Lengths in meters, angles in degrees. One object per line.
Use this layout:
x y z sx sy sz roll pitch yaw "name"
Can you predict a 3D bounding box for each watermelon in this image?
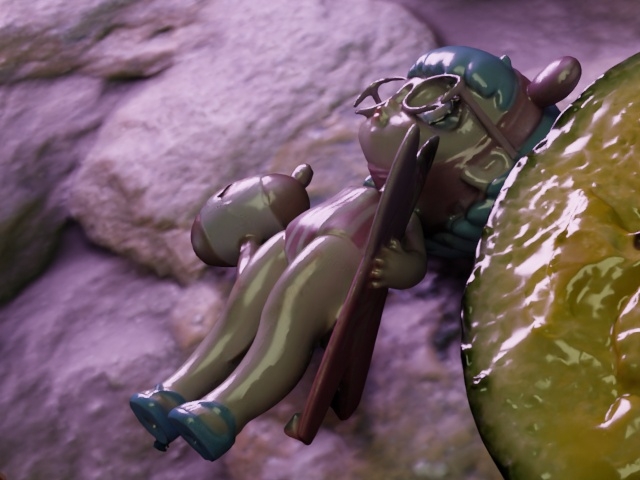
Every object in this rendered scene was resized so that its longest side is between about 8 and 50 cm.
0.228 0.054 0.753 0.330 0.189 0.331 -22 36 17 "watermelon"

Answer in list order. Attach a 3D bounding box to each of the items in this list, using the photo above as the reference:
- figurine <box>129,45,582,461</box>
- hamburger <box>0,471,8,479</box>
0.011 0.009 0.930 0.260 0.103 0.205 -46 17 -22 "figurine"
-0.115 0.240 0.640 0.445 0.268 0.287 20 61 29 "hamburger"
